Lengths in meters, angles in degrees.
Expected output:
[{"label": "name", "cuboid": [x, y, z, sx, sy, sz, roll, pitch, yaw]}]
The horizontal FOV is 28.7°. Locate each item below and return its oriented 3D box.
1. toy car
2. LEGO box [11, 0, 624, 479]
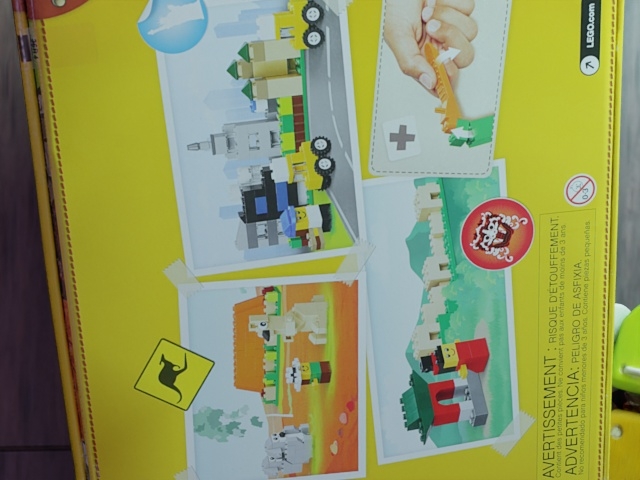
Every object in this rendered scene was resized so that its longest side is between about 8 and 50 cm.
[{"label": "toy car", "cuboid": [0.291, 0.137, 1.031, 0.136, 0.159, 0.182, 8, 90, -41]}, {"label": "LEGO box", "cuboid": [0.000, 0.000, 0.883, 0.372, 0.193, 0.500, -5, 110, -8]}]
